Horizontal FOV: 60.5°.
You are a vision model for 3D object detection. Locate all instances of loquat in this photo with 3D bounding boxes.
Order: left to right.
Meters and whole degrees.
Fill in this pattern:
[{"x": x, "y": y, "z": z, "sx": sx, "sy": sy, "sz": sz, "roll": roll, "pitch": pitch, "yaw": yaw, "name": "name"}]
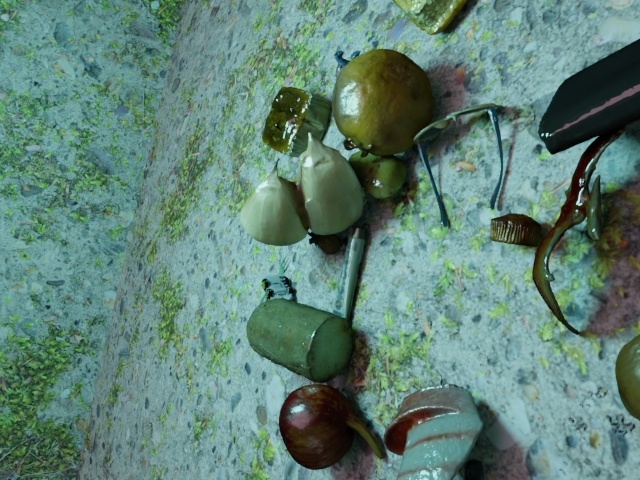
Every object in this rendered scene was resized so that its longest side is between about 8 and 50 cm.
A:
[{"x": 0.134, "y": -0.297, "z": 1.178, "sx": 0.193, "sy": 0.238, "sz": 0.239, "roll": 9, "pitch": 85, "yaw": 59, "name": "loquat"}]

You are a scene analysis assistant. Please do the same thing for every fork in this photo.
[{"x": -0.147, "y": 0.139, "z": 1.586, "sx": 0.235, "sy": 0.021, "sz": 0.039, "roll": -64, "pitch": 33, "yaw": 19, "name": "fork"}]

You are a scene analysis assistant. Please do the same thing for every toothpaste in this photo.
[{"x": 0.067, "y": 0.085, "z": 1.293, "sx": 0.062, "sy": 0.039, "sz": 0.239, "roll": 13, "pitch": 91, "yaw": 53, "name": "toothpaste"}]

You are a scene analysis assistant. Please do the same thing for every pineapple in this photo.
[{"x": 0.000, "y": 0.000, "z": 1.399, "sx": 0.124, "sy": 0.058, "sz": 0.058, "roll": 17, "pitch": 92, "yaw": 55, "name": "pineapple"}]

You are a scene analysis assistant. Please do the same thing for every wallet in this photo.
[{"x": 0.497, "y": -0.253, "z": 0.714, "sx": 0.406, "sy": 0.062, "sz": 0.228, "roll": -24, "pitch": 19, "yaw": 47, "name": "wallet"}]

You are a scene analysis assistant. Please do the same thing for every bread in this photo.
[{"x": -0.077, "y": -0.339, "z": 1.581, "sx": 0.210, "sy": 0.109, "sz": 0.192, "roll": 38, "pitch": 111, "yaw": 52, "name": "bread"}, {"x": 0.235, "y": -0.580, "z": 1.226, "sx": 0.174, "sy": 0.121, "sz": 0.246, "roll": -61, "pitch": 41, "yaw": 34, "name": "bread"}, {"x": 0.329, "y": -0.020, "z": 0.929, "sx": 0.085, "sy": 0.085, "sz": 0.053, "roll": 14, "pitch": 98, "yaw": 55, "name": "bread"}]

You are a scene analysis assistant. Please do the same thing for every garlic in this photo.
[{"x": -0.041, "y": -0.105, "z": 1.295, "sx": 0.313, "sy": 0.285, "sz": 0.250, "roll": -176, "pitch": 93, "yaw": -84, "name": "garlic"}]

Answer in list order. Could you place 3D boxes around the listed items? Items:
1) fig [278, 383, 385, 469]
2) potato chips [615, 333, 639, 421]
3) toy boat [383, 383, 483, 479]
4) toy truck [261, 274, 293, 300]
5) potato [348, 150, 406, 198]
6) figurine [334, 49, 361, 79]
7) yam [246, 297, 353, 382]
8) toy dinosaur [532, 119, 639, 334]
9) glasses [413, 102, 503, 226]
[{"x": 0.020, "y": 0.387, "z": 1.163, "sx": 0.207, "sy": 0.175, "sz": 0.175, "roll": -21, "pitch": 60, "yaw": 32, "name": "fig"}, {"x": 0.469, "y": 0.169, "z": 0.700, "sx": 0.201, "sy": 0.049, "sz": 0.150, "roll": -37, "pitch": 45, "yaw": 49, "name": "potato chips"}, {"x": 0.163, "y": 0.367, "z": 0.890, "sx": 0.206, "sy": 0.096, "sz": 0.282, "roll": -28, "pitch": 15, "yaw": 39, "name": "toy boat"}, {"x": -0.118, "y": 0.151, "z": 1.503, "sx": 0.111, "sy": 0.076, "sz": 0.077, "roll": -119, "pitch": 30, "yaw": -47, "name": "toy truck"}, {"x": 0.128, "y": -0.156, "z": 1.255, "sx": 0.105, "sy": 0.085, "sz": 0.188, "roll": -35, "pitch": 38, "yaw": -11, "name": "potato"}, {"x": 0.098, "y": -0.387, "z": 1.346, "sx": 0.114, "sy": 0.178, "sz": 0.144, "roll": 25, "pitch": 58, "yaw": 38, "name": "figurine"}, {"x": -0.048, "y": 0.229, "z": 1.296, "sx": 0.268, "sy": 0.161, "sz": 0.161, "roll": 7, "pitch": 83, "yaw": 54, "name": "yam"}, {"x": 0.411, "y": -0.045, "z": 0.809, "sx": 0.207, "sy": 0.112, "sz": 0.328, "roll": 95, "pitch": -161, "yaw": -70, "name": "toy dinosaur"}, {"x": 0.262, "y": -0.153, "z": 1.064, "sx": 0.189, "sy": 0.088, "sz": 0.221, "roll": -21, "pitch": 62, "yaw": 49, "name": "glasses"}]
